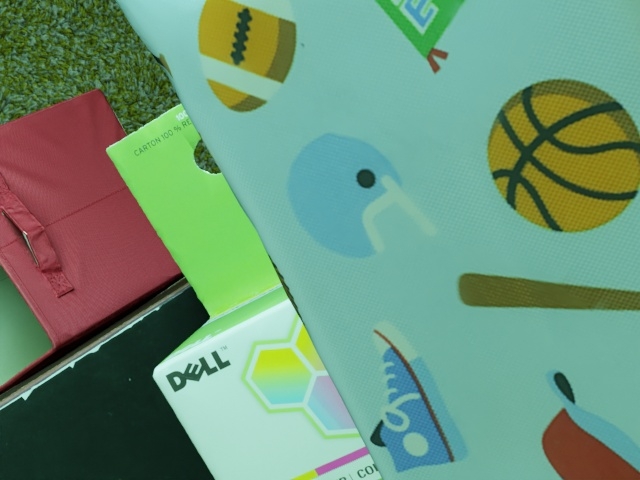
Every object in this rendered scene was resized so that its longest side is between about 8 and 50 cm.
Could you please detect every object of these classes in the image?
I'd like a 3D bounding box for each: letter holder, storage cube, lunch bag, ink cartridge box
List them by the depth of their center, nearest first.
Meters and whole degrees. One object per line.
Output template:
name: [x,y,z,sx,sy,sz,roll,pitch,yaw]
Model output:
lunch bag: [0.121,-0.067,0.603,0.239,0.328,0.385,-21,12,33]
ink cartridge box: [-0.012,0.026,0.767,0.188,0.255,0.097,-28,7,23]
letter holder: [-0.116,0.124,0.968,0.302,0.152,0.214,-33,5,-21]
storage cube: [-0.254,0.011,1.112,0.215,0.184,0.193,-33,0,41]

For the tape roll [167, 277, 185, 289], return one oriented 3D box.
tape roll: [-0.134,0.075,1.604,0.286,0.100,0.286,-30,7,4]
